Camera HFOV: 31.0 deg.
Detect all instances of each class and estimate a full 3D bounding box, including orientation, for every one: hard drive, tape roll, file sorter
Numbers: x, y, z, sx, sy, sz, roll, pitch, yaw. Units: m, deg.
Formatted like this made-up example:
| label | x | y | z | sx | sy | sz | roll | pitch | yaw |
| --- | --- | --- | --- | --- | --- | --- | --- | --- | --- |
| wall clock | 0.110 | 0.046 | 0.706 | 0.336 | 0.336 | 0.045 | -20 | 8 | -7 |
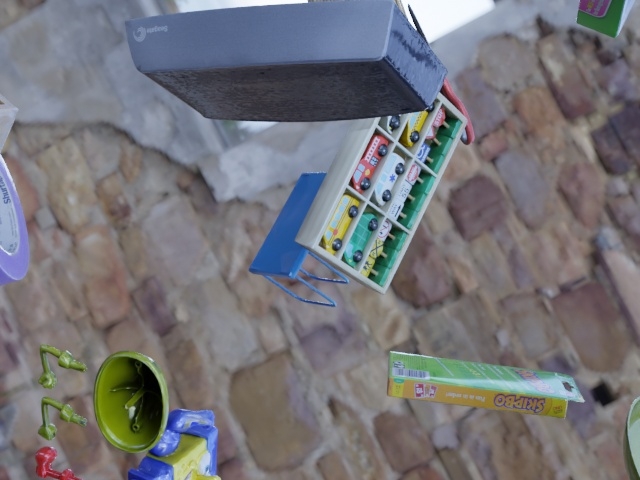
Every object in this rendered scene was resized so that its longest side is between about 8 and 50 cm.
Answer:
| label | x | y | z | sx | sy | sz | roll | pitch | yaw |
| --- | --- | --- | --- | --- | --- | --- | --- | --- | --- |
| hard drive | -0.031 | -0.155 | 1.035 | 0.172 | 0.254 | 0.054 | 32 | 61 | -63 |
| tape roll | -0.408 | -0.034 | 1.327 | 0.189 | 0.080 | 0.189 | -16 | 90 | -87 |
| file sorter | 0.000 | 0.000 | 1.671 | 0.104 | 0.170 | 0.118 | 36 | -16 | -27 |

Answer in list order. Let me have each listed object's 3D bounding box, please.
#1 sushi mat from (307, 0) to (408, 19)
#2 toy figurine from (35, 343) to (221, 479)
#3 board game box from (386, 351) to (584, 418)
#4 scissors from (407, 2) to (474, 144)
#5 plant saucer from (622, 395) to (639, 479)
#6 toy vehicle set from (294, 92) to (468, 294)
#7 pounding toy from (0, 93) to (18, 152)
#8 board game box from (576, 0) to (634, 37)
| label | x | y | z | sx | sy | sz | roll | pitch | yaw |
| --- | --- | --- | --- | --- | --- | --- | --- | --- | --- |
| sushi mat | 0.043 | -0.358 | 1.672 | 0.019 | 0.151 | 0.316 | -21 | 91 | -50 |
| toy figurine | -0.214 | 0.268 | 1.451 | 0.217 | 0.191 | 0.362 | -27 | 122 | -57 |
| board game box | 0.221 | 0.196 | 1.573 | 0.124 | 0.259 | 0.039 | -69 | 164 | -79 |
| scissors | 0.241 | -0.327 | 2.285 | 0.109 | 0.021 | 0.297 | 38 | -29 | 62 |
| plant saucer | 0.438 | 0.293 | 1.366 | 0.241 | 0.037 | 0.241 | 26 | 40 | -24 |
| toy vehicle set | 0.083 | -0.081 | 1.498 | 0.035 | 0.267 | 0.166 | 20 | -8 | 43 |
| pounding toy | -0.367 | -0.126 | 1.077 | 0.130 | 0.100 | 0.141 | 38 | 24 | 20 |
| board game box | 0.428 | -0.451 | 1.535 | 0.064 | 0.242 | 0.316 | 24 | -14 | 15 |
